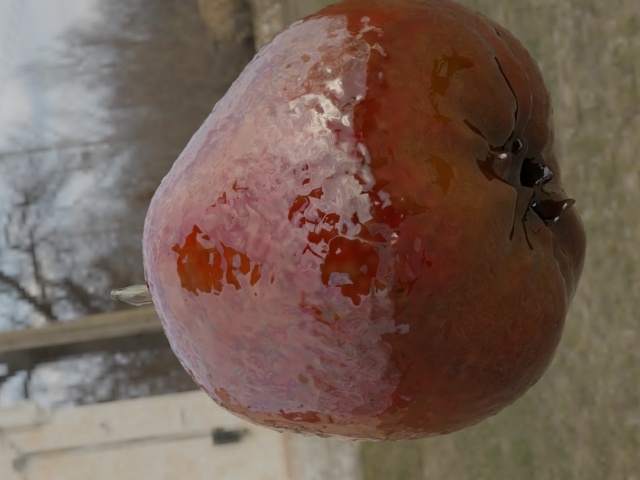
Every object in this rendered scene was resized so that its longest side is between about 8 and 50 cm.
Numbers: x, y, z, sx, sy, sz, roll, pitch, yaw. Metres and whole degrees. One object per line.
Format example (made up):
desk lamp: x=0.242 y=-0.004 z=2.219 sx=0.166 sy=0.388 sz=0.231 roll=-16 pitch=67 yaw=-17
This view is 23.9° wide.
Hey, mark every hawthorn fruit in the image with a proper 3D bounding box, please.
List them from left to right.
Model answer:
hawthorn fruit: x=0.000 y=0.000 z=0.665 sx=0.196 sy=0.225 sz=0.197 roll=40 pitch=-139 yaw=-45
